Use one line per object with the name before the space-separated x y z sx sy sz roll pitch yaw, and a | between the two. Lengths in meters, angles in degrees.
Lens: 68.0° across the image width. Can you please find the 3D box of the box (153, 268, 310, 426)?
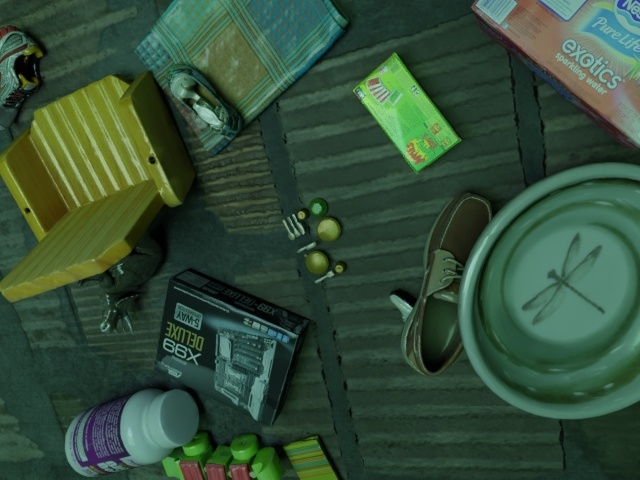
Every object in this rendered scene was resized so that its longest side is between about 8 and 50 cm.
box | -0.201 0.230 1.034 0.307 0.076 0.243 22 111 12

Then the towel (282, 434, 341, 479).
towel | 0.006 0.558 1.087 0.102 0.021 0.237 -24 97 29

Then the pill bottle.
pill bottle | -0.442 0.451 1.128 0.301 0.169 0.170 -23 96 24

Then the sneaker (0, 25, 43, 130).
sneaker | -0.674 -0.341 1.033 0.092 0.088 0.225 32 113 7

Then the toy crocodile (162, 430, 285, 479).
toy crocodile | -0.237 0.529 1.113 0.340 0.105 0.115 -7 102 21

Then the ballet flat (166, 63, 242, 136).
ballet flat | -0.226 -0.263 0.878 0.188 0.070 0.070 38 113 6

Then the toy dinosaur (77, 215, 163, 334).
toy dinosaur | -0.424 0.051 1.048 0.160 0.121 0.314 28 105 -38

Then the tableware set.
tableware set | 0.000 0.000 0.933 0.103 0.024 0.154 -28 93 20

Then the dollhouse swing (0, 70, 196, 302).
dollhouse swing | -0.475 -0.111 0.888 0.346 0.305 0.316 -16 107 18

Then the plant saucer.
plant saucer | 0.397 0.077 0.738 0.399 0.100 0.401 -1 104 -3

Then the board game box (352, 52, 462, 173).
board game box | 0.149 -0.215 0.809 0.092 0.043 0.181 -37 90 24

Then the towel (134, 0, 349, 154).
towel | -0.158 -0.373 0.874 0.370 0.040 0.272 -36 90 24

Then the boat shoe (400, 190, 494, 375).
boat shoe | 0.226 0.078 0.795 0.122 0.116 0.325 13 93 1

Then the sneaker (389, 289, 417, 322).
sneaker | 0.180 0.167 0.896 0.161 0.057 0.075 41 108 1

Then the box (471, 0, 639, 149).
box | 0.374 -0.278 0.647 0.300 0.142 0.154 44 115 10
